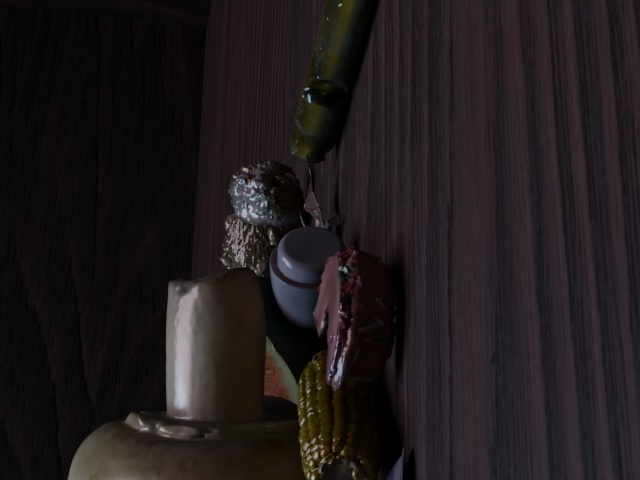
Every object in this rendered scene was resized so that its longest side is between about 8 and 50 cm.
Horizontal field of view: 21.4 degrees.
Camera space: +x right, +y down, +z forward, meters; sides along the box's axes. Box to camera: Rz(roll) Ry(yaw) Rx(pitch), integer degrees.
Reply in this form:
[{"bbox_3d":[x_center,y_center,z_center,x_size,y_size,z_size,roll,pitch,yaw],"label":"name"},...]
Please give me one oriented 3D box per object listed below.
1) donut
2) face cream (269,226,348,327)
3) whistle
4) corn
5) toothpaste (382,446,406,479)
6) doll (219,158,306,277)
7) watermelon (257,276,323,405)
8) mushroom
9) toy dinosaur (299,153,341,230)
[{"bbox_3d":[0.036,0.062,1.601,0.166,0.065,0.117,-104,24,-66],"label":"donut"},{"bbox_3d":[-0.010,0.041,1.847,0.091,0.091,0.095,-94,4,-49],"label":"face cream"},{"bbox_3d":[0.018,-0.221,1.947,0.326,0.057,0.068,105,167,-46],"label":"whistle"},{"bbox_3d":[0.017,0.171,1.580,0.238,0.080,0.080,-92,10,-67],"label":"corn"},{"bbox_3d":[0.021,0.334,1.553,0.371,0.080,0.125,117,165,-48],"label":"toothpaste"},{"bbox_3d":[-0.074,0.003,2.238,0.115,0.105,0.221,-1,-82,-62],"label":"doll"},{"bbox_3d":[-0.036,0.123,1.937,0.146,0.128,0.231,-49,-32,-42],"label":"watermelon"},{"bbox_3d":[-0.116,0.199,1.716,0.314,0.315,0.336,156,110,-80],"label":"mushroom"},{"bbox_3d":[-0.001,0.000,1.987,0.108,0.032,0.220,126,144,-71],"label":"toy dinosaur"}]
